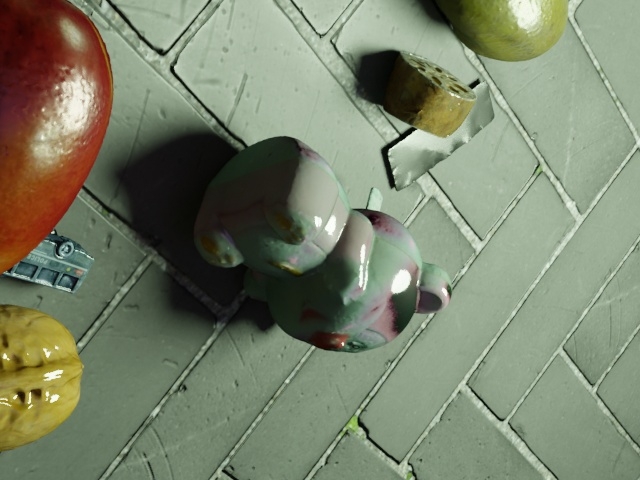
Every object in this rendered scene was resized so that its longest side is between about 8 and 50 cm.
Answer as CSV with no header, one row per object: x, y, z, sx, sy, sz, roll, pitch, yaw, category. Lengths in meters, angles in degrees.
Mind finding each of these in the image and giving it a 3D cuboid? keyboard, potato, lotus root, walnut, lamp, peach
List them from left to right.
-0.352,0.148,1.413,0.206,0.159,0.159,-5,114,-35,walnut
-0.310,-0.090,1.245,0.201,0.257,0.362,10,101,-39,peach
0.000,0.000,1.643,0.301,0.247,0.247,47,37,-34,lamp
0.143,-0.186,1.718,0.122,0.112,0.081,12,110,-46,lotus root
0.168,-0.148,1.833,0.196,0.015,0.074,-37,128,-23,keyboard
0.243,-0.326,1.709,0.174,0.159,0.251,-35,145,7,potato

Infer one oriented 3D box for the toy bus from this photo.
-0.327,0.011,1.439,0.166,0.047,0.065,21,100,-47,toy bus
